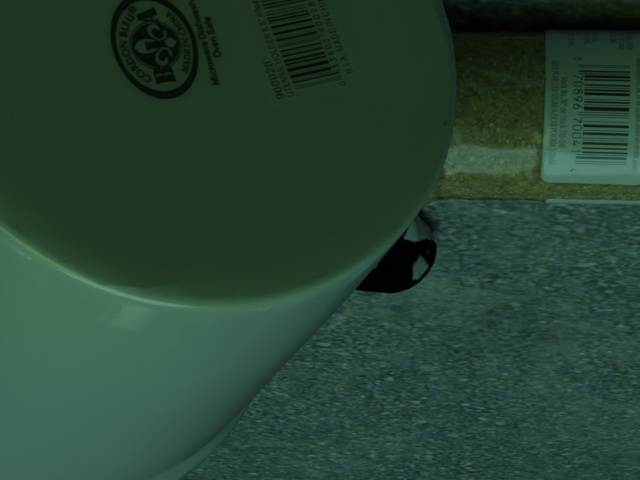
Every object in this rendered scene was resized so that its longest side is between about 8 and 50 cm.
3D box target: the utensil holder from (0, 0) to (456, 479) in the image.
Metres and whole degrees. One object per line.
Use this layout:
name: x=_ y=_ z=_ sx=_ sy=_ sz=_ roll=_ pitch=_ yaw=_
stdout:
utensil holder: x=-0.132 y=-0.036 z=1.045 sx=0.327 sy=0.328 sz=0.385 roll=9 pitch=156 yaw=-16

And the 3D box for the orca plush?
orca plush: x=0.000 y=0.000 z=1.413 sx=0.151 sy=0.102 sz=0.287 roll=-7 pitch=156 yaw=23

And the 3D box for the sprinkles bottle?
sprinkles bottle: x=0.236 y=-0.082 z=1.153 sx=0.355 sy=0.121 sz=0.121 roll=1 pitch=159 yaw=5
